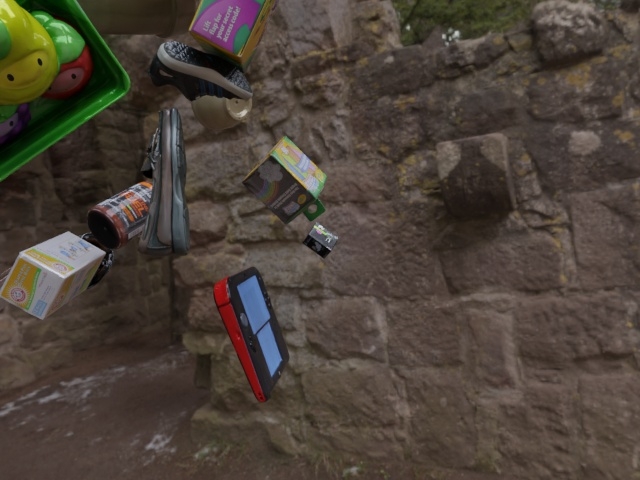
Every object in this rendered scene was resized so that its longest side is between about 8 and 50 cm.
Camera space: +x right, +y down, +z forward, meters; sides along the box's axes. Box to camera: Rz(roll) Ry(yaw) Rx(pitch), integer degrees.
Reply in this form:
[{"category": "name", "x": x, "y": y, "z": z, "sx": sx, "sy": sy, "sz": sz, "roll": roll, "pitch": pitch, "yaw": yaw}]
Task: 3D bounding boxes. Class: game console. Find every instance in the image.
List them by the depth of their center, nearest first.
[{"category": "game console", "x": -0.186, "y": 0.254, "z": 1.420, "sx": 0.060, "sy": 0.342, "sz": 0.386, "roll": -24, "pitch": 0, "yaw": 7}]

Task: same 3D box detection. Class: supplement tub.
[{"category": "supplement tub", "x": -0.420, "y": -0.069, "z": 1.092, "sx": 0.106, "sy": 0.106, "sz": 0.198, "roll": -6, "pitch": 26, "yaw": 35}]

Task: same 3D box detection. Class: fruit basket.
[{"category": "fruit basket", "x": -0.560, "y": -0.304, "z": 0.877, "sx": 0.391, "sy": 0.283, "sz": 0.392, "roll": -17, "pitch": 39, "yaw": 15}]

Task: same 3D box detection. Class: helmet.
[{"category": "helmet", "x": -0.756, "y": 0.071, "z": 1.514, "sx": 0.161, "sy": 0.170, "sz": 0.169, "roll": -35, "pitch": -7, "yaw": 18}]

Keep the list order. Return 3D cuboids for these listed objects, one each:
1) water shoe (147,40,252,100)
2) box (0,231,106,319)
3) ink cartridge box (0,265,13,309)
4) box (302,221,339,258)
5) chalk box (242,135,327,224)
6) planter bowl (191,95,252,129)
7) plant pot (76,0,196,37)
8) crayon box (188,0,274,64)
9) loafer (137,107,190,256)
[{"category": "water shoe", "x": -0.215, "y": -0.292, "z": 0.867, "sx": 0.080, "sy": 0.073, "sz": 0.203, "roll": -36, "pitch": -27, "yaw": 30}, {"category": "box", "x": -0.586, "y": 0.072, "z": 1.060, "sx": 0.103, "sy": 0.114, "sz": 0.203, "roll": 32, "pitch": 10, "yaw": -8}, {"category": "ink cartridge box", "x": -0.984, "y": 0.143, "z": 1.451, "sx": 0.189, "sy": 0.066, "sz": 0.232, "roll": -50, "pitch": -4, "yaw": -40}, {"category": "box", "x": 0.000, "y": 0.000, "z": 1.423, "sx": 0.052, "sy": 0.083, "sz": 0.062, "roll": -48, "pitch": 7, "yaw": 49}, {"category": "chalk box", "x": -0.076, "y": -0.146, "z": 1.288, "sx": 0.132, "sy": 0.213, "sz": 0.132, "roll": -36, "pitch": 18, "yaw": 33}, {"category": "planter bowl", "x": -0.261, "y": -0.387, "z": 1.331, "sx": 0.109, "sy": 0.162, "sz": 0.162, "roll": 15, "pitch": 15, "yaw": 35}, {"category": "plant pot", "x": -0.526, "y": -0.663, "z": 1.226, "sx": 0.280, "sy": 0.323, "sz": 0.323, "roll": -33, "pitch": 14, "yaw": -29}, {"category": "crayon box", "x": -0.112, "y": -0.516, "z": 0.899, "sx": 0.106, "sy": 0.363, "sz": 0.313, "roll": 24, "pitch": 10, "yaw": -14}, {"category": "loafer", "x": -0.273, "y": -0.103, "z": 0.813, "sx": 0.084, "sy": 0.268, "sz": 0.096, "roll": -5, "pitch": -15, "yaw": -9}]
